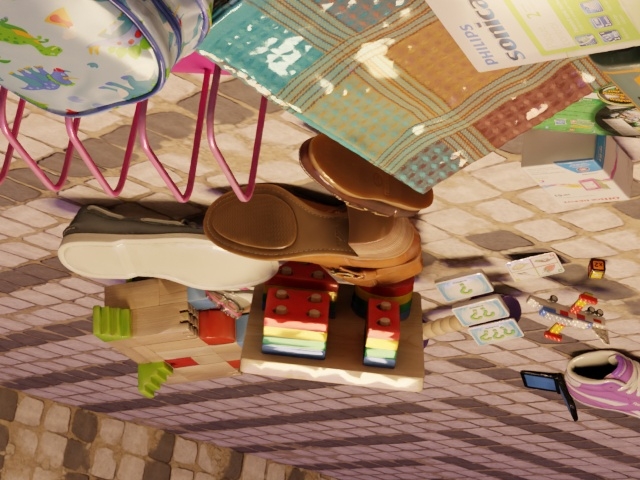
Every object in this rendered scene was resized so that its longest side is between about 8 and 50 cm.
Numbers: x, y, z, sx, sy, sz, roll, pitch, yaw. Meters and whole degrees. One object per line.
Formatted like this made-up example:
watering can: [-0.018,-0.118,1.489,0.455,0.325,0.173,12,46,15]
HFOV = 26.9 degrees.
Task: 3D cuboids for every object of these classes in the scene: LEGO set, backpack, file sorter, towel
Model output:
LEGO set: [0.312,0.098,1.952,0.244,0.060,0.182,-14,137,23]
backpack: [-0.234,-0.249,1.007,0.290,0.273,0.355,-13,165,33]
file sorter: [-0.208,-0.151,1.330,0.290,0.182,0.202,4,161,11]
towel: [0.086,-0.176,1.216,0.271,0.040,0.370,-31,141,28]

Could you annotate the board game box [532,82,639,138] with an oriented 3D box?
board game box: [0.306,-0.145,1.377,0.259,0.030,0.136,6,163,5]

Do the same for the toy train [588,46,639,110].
toy train: [0.353,-0.148,1.165,0.190,0.142,0.334,-3,154,43]

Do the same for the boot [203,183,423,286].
boot: [0.000,0.000,1.846,0.283,0.109,0.220,-5,163,14]

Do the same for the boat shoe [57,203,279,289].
boat shoe: [-0.214,-0.002,1.924,0.319,0.099,0.116,3,139,7]

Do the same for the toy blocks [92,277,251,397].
toy blocks: [-0.189,0.147,2.262,0.260,0.191,0.381,-9,158,12]

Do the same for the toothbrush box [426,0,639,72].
toothbrush box: [0.204,-0.242,0.947,0.283,0.122,0.206,-4,150,31]

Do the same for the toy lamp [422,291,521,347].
toy lamp: [0.221,0.132,2.153,0.080,0.080,0.274,17,162,-26]

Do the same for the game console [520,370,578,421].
game console: [0.440,0.299,2.565,0.071,0.107,0.122,-24,157,5]

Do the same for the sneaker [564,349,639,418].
sneaker: [0.567,0.254,2.335,0.282,0.102,0.161,3,158,16]

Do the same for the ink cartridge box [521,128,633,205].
ink cartridge box: [0.293,-0.086,1.518,0.088,0.052,0.122,-5,159,32]

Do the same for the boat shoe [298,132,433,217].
boat shoe: [0.045,-0.071,1.629,0.207,0.073,0.073,24,153,-39]

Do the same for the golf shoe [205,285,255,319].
golf shoe: [-0.175,0.040,2.074,0.186,0.086,0.067,38,179,-26]

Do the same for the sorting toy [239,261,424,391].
sorting toy: [0.025,0.103,1.947,0.257,0.089,0.255,6,-154,0]
